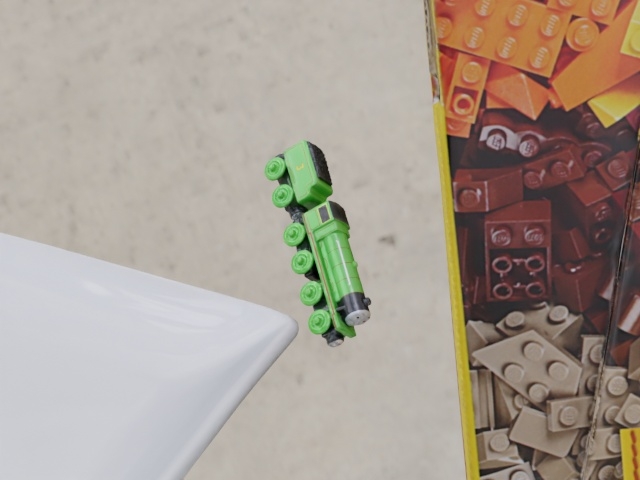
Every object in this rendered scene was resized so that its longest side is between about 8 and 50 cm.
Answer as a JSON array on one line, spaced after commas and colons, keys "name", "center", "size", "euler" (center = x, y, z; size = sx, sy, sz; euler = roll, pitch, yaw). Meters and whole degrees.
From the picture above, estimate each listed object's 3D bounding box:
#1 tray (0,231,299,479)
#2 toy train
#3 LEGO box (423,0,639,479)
[{"name": "tray", "center": [-0.105, 0.050, 0.383], "size": [0.145, 0.030, 0.270], "euler": [14, 18, 10]}, {"name": "toy train", "center": [0.000, 0.000, 0.632], "size": [0.023, 0.017, 0.083], "euler": [-29, 59, 20]}, {"name": "LEGO box", "center": [0.150, -0.042, 0.794], "size": [0.193, 0.373, 0.500], "euler": [-6, 15, 4]}]
